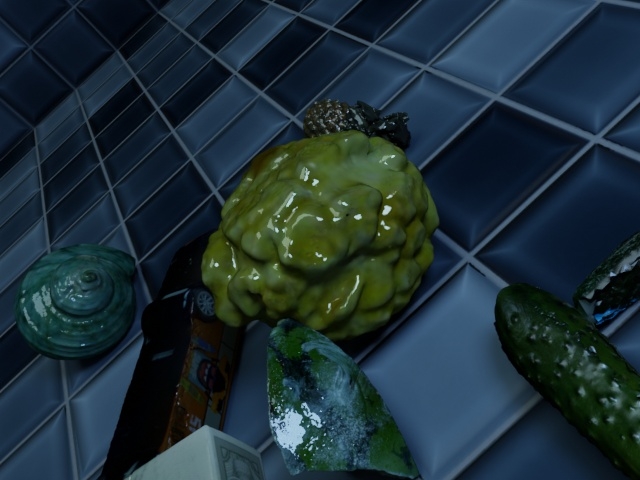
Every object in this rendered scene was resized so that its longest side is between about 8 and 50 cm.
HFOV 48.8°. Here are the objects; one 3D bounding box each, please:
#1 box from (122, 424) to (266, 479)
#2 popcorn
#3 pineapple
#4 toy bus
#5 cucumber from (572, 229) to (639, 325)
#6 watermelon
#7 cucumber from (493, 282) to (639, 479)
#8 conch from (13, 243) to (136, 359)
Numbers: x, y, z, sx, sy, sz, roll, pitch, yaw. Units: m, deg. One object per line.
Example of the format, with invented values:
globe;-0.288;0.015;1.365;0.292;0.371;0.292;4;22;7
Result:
box;-0.145;0.272;0.506;0.256;0.069;0.164;-35;43;14
popcorn;-0.003;-0.005;0.693;0.235;0.181;0.216;-36;30;2
pineapple;0.049;-0.142;0.894;0.159;0.074;0.074;13;62;46
toy bus;-0.152;0.160;0.744;0.093;0.092;0.408;-24;39;29
cucumber;0.291;-0.021;0.531;0.257;0.043;0.044;-39;29;8
watermelon;-0.006;0.135;0.572;0.080;0.101;0.155;-33;73;54
cucumber;0.190;0.103;0.479;0.069;0.069;0.227;-41;37;4
conch;-0.336;0.074;0.990;0.202;0.134;0.196;0;54;47
